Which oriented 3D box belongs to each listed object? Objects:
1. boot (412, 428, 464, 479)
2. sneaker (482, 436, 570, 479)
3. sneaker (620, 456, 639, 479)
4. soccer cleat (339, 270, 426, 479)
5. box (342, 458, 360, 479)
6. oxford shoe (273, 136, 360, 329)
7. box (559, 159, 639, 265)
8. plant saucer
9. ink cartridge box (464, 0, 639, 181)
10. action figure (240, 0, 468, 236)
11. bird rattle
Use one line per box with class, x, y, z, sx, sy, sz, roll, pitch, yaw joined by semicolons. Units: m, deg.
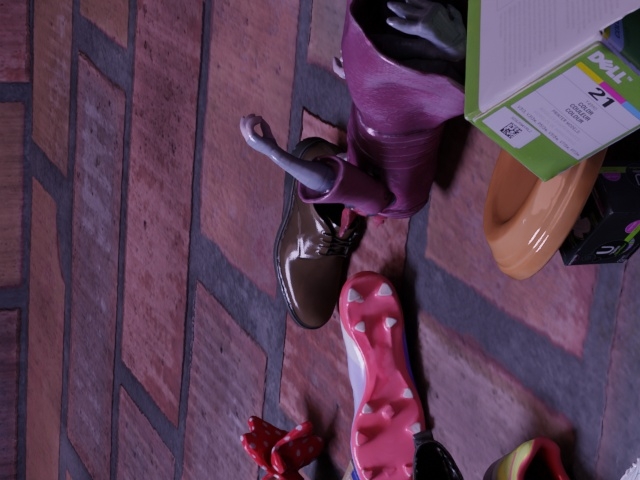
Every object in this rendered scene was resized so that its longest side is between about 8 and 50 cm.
boot;0.132;0.334;1.328;0.229;0.091;0.263;81;170;-52
sneaker;0.205;0.266;1.263;0.094;0.081;0.208;-61;40;46
sneaker;0.266;0.194;1.154;0.061;0.054;0.152;-135;46;-59
soccer cleat;0.065;0.156;1.569;0.095;0.083;0.248;104;158;-89
box;0.069;0.375;1.626;0.225;0.037;0.136;62;146;39
oxford shoe;0.000;0.000;1.665;0.096;0.083;0.227;25;117;57
box;0.235;-0.022;1.175;0.083;0.062;0.052;122;139;-53
plant saucer;0.186;-0.065;1.202;0.200;0.037;0.200;-160;90;-82
ink cartridge box;0.232;-0.187;1.060;0.255;0.097;0.188;-31;37;36
action figure;0.089;-0.133;1.413;0.276;0.248;0.370;23;140;15
bird rattle;-0.057;0.348;1.745;0.253;0.143;0.207;-81;-21;-49
